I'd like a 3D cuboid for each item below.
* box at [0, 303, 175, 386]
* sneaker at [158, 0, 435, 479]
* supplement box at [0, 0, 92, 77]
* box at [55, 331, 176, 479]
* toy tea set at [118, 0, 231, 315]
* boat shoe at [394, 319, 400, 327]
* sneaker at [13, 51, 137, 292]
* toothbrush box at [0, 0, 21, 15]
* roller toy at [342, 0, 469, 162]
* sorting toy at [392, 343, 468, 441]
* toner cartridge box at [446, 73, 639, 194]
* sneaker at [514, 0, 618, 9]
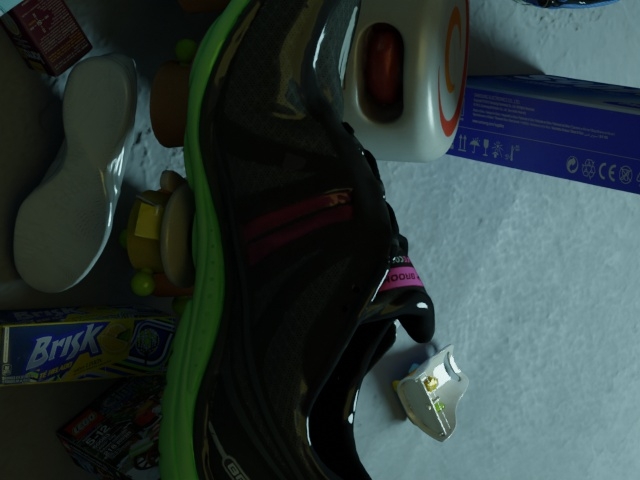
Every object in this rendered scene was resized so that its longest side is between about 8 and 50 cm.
[{"bbox_3d":[-0.211,0.088,1.629,0.169,0.059,0.054,-2,102,-36],"label":"box"},{"bbox_3d":[0.000,0.000,1.494,0.185,0.202,0.482,-3,98,-69],"label":"sneaker"},{"bbox_3d":[-0.232,-0.181,1.553,0.043,0.055,0.083,-42,121,-19],"label":"supplement box"},{"bbox_3d":[-0.097,0.132,1.660,0.233,0.159,0.044,-40,123,-22],"label":"box"},{"bbox_3d":[-0.119,-0.101,1.623,0.200,0.124,0.336,42,56,-64],"label":"toy tea set"},{"bbox_3d":[-0.008,0.113,1.765,0.267,0.088,0.096,-30,117,-27],"label":"boat shoe"},{"bbox_3d":[-0.193,-0.057,1.606,0.080,0.094,0.212,23,106,5],"label":"sneaker"},{"bbox_3d":[-0.233,-0.301,1.338,0.295,0.126,0.216,-39,130,-14],"label":"toothbrush box"},{"bbox_3d":[0.045,-0.168,1.667,0.209,0.146,0.191,71,27,-60],"label":"roller toy"},{"bbox_3d":[0.117,0.143,1.896,0.075,0.045,0.083,-42,122,-30],"label":"sorting toy"},{"bbox_3d":[0.263,-0.100,1.749,0.165,0.348,0.075,-6,103,-35],"label":"toner cartridge box"},{"bbox_3d":[0.169,-0.288,1.762,0.330,0.147,0.129,8,96,-36],"label":"sneaker"}]
